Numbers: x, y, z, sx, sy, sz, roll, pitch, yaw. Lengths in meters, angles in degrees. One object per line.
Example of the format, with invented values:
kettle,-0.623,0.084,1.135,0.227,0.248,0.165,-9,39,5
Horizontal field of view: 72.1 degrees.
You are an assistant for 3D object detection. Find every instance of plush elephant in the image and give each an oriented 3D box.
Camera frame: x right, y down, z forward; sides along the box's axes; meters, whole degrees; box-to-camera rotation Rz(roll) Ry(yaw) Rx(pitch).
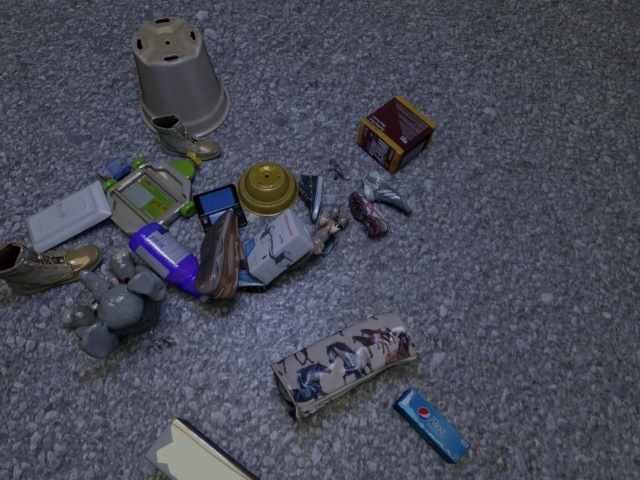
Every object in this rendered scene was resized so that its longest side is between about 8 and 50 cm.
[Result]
plush elephant,-0.555,0.171,1.203,0.330,0.255,0.272,35,67,11

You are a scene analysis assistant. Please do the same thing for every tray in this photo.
tray,-0.806,-0.078,1.392,0.270,0.030,0.145,-29,69,-3

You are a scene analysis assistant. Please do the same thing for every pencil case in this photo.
pencil case,0.079,0.342,1.226,0.410,0.160,0.183,-22,52,-14

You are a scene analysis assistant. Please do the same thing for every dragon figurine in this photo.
dragon figurine,0.000,0.000,1.422,0.085,0.144,0.289,34,86,9

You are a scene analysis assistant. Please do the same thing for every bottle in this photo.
bottle,-0.433,0.071,1.320,0.283,0.092,0.118,43,25,-5

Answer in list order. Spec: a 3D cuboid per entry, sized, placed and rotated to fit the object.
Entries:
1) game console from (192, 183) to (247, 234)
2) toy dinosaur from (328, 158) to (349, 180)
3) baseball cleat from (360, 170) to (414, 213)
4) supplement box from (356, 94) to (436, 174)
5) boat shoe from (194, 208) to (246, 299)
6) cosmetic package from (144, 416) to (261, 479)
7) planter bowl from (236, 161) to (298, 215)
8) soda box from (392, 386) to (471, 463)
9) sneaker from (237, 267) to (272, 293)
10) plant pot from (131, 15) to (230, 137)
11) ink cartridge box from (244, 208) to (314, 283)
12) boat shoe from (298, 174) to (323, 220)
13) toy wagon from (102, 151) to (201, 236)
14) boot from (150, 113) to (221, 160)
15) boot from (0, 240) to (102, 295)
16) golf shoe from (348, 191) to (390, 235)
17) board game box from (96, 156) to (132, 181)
game console,-0.326,-0.097,1.440,0.144,0.085,0.124,-20,68,-14
toy dinosaur,0.058,-0.257,1.585,0.090,0.047,0.082,24,50,-30
baseball cleat,0.224,-0.148,1.530,0.109,0.072,0.206,-41,72,-4
supplement box,0.271,-0.384,1.600,0.194,0.129,0.191,-39,74,-20
boat shoe,-0.291,0.045,1.334,0.116,0.123,0.324,34,41,-31
cosmetic package,-0.266,0.582,1.090,0.309,0.160,0.113,33,66,9
planter bowl,-0.181,-0.198,1.498,0.217,0.090,0.217,2,65,-4
soda box,0.303,0.510,1.216,0.067,0.071,0.210,-40,74,-21
sneaker,-0.228,0.117,1.363,0.162,0.063,0.073,8,61,-1
plant pot,-0.497,-0.575,1.530,0.334,0.305,0.333,2,65,-4
ink cartridge box,-0.129,0.017,1.336,0.191,0.082,0.139,-39,39,14
boat shoe,-0.040,-0.147,1.504,0.083,0.065,0.183,6,58,0
toy wagon,-0.535,-0.162,1.466,0.267,0.068,0.344,40,68,13
boot,-0.456,-0.354,1.506,0.213,0.165,0.077,6,65,0
boot,-0.789,0.057,1.265,0.262,0.203,0.095,-22,69,-13
golf shoe,0.163,-0.091,1.499,0.086,0.067,0.186,-7,56,-43
board game box,-0.701,-0.240,1.496,0.090,0.020,0.090,29,64,35
